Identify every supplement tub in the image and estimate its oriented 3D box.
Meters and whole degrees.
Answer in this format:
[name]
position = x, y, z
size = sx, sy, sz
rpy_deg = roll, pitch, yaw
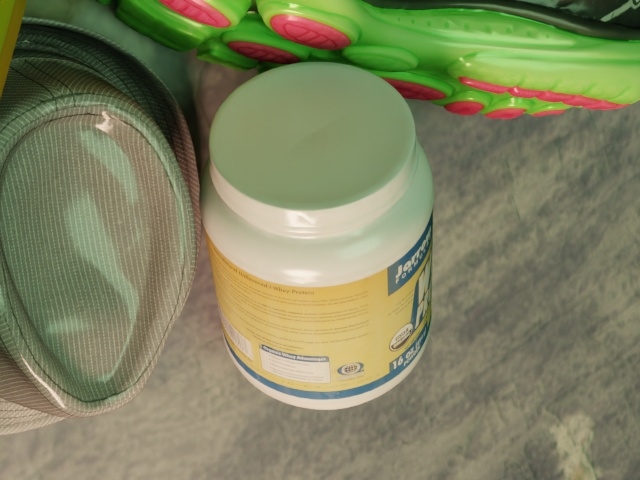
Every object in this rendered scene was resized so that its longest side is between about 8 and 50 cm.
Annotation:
[supplement tub]
position = 0.000, 0.000, 0.877
size = 0.144, 0.144, 0.200
rpy_deg = -34, 147, -22

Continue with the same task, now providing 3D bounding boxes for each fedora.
[fedora]
position = -0.157, 0.008, 0.823
size = 0.243, 0.124, 0.276
rpy_deg = -8, 108, -32

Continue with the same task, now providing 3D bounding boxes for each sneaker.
[sneaker]
position = 0.028, -0.206, 0.880
size = 0.482, 0.185, 0.202
rpy_deg = 9, 81, -39

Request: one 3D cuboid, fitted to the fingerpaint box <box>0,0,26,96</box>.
[fingerpaint box]
position = -0.223, -0.207, 0.485
size = 0.163, 0.371, 0.445
rpy_deg = -1, 125, -4
